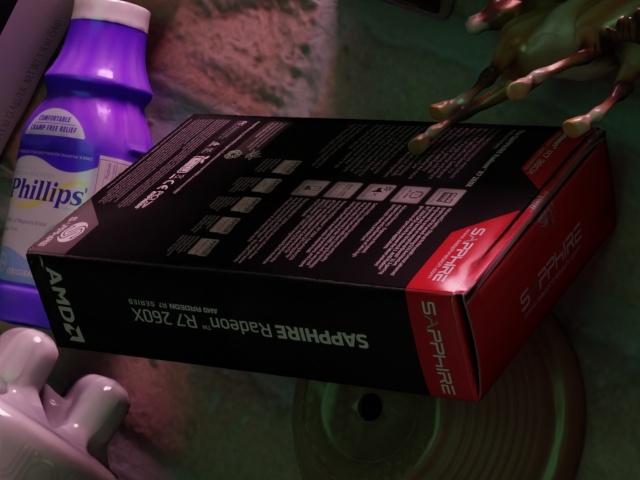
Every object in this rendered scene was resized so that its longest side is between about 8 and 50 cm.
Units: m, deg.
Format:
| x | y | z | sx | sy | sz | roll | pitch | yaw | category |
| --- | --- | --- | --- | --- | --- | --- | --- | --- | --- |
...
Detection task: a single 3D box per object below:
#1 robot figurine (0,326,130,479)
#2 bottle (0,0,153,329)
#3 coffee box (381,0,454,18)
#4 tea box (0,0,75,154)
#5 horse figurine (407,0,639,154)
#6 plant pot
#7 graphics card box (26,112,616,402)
| x | y | z | sx | sy | sz | roll | pitch | yaw | category |
| --- | --- | --- | --- | --- | --- | --- | --- | --- | --- |
| -0.295 | 0.240 | 1.434 | 0.300 | 0.200 | 0.353 | 34 | 79 | -10 | robot figurine |
| -0.200 | -0.062 | 1.519 | 0.118 | 0.092 | 0.283 | 8 | 87 | 35 | bottle |
| 0.005 | -0.286 | 1.300 | 0.119 | 0.297 | 0.168 | 23 | 95 | 34 | coffee box |
| -0.433 | -0.168 | 1.552 | 0.220 | 0.323 | 0.329 | 35 | 102 | 32 | tea box |
| 0.166 | -0.130 | 1.227 | 0.263 | 0.174 | 0.066 | -6 | 120 | 58 | horse figurine |
| 0.064 | 0.123 | 1.307 | 0.237 | 0.109 | 0.237 | -7 | 78 | 31 | plant pot |
| 0.000 | 0.000 | 1.297 | 0.370 | 0.233 | 0.094 | 5 | 124 | 32 | graphics card box |
